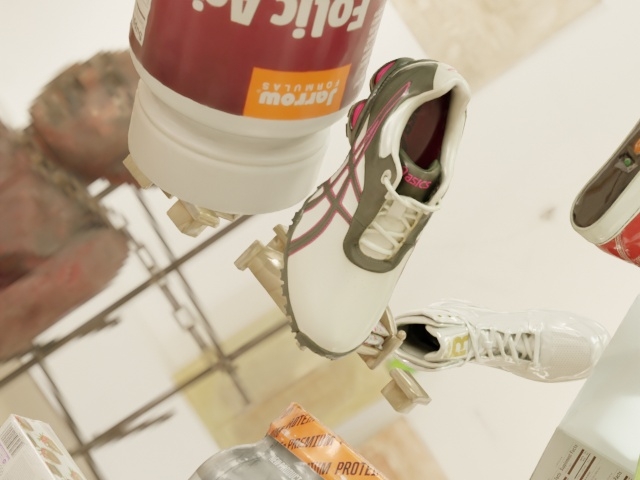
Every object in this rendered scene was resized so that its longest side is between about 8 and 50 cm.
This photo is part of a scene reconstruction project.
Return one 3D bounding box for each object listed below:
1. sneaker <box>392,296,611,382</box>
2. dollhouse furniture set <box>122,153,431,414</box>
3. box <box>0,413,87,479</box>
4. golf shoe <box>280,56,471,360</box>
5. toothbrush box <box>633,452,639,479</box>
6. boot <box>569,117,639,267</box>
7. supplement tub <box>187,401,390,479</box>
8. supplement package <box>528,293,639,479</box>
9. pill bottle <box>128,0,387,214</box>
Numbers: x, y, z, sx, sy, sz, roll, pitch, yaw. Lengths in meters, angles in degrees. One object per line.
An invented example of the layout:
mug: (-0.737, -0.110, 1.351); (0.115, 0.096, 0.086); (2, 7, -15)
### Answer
sneaker: (0.228, 0.145, 2.032); (0.169, 0.292, 0.108); (-12, 104, -53)
dollhouse furniture set: (0.000, 0.000, 1.711); (0.355, 0.174, 0.303); (50, 13, 25)
box: (-0.262, 0.316, 1.636); (0.063, 0.067, 0.324); (27, 14, -51)
golf shoe: (0.046, -0.028, 1.283); (0.105, 0.273, 0.120); (20, -1, -17)
toothbrush box: (0.323, 0.221, 1.277); (0.206, 0.122, 0.283); (-21, 122, -71)
boot: (0.376, -0.061, 1.430); (0.176, 0.244, 0.088); (31, 21, -25)
supplement tub: (-0.061, 0.276, 1.018); (0.193, 0.316, 0.193); (39, -4, 3)
supplement package: (0.361, 0.207, 1.590); (0.203, 0.194, 0.149); (31, -29, 12)
pill bottle: (-0.049, -0.233, 1.356); (0.224, 0.392, 0.224); (11, 35, -8)
